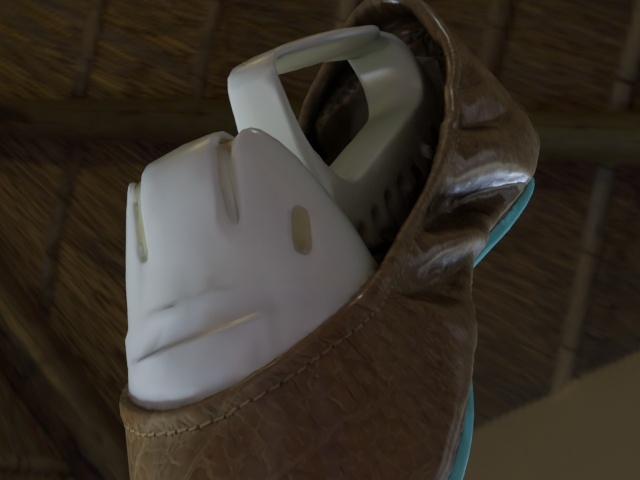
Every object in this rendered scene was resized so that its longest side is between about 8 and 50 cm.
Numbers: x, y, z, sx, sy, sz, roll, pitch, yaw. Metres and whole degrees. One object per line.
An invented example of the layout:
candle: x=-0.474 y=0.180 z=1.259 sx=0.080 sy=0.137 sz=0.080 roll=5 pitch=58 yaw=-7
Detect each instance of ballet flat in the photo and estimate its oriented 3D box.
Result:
ballet flat: x=0.000 y=0.000 z=0.576 sx=0.116 sy=0.342 sz=0.124 roll=-20 pitch=-70 yaw=28
